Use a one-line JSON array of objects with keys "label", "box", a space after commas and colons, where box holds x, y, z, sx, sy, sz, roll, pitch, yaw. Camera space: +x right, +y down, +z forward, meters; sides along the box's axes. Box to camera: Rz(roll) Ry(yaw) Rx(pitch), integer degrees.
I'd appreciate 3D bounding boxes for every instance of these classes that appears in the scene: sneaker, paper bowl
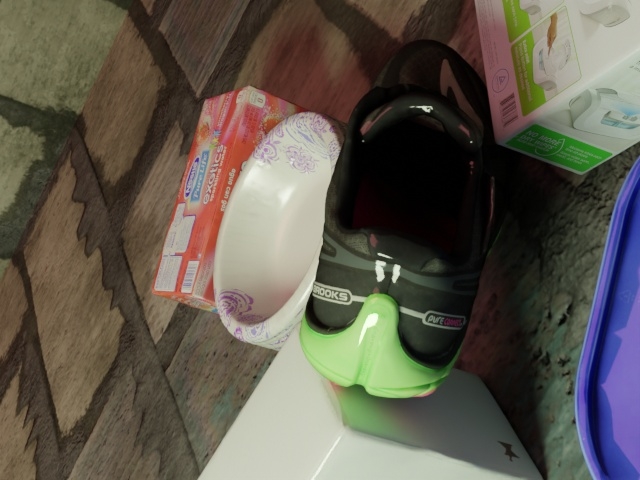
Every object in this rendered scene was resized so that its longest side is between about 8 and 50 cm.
[{"label": "sneaker", "box": [0.106, -0.066, 1.024, 0.482, 0.185, 0.202, -77, 1, -51]}, {"label": "paper bowl", "box": [0.000, 0.000, 1.305, 0.284, 0.148, 0.284, -36, 44, 44]}]

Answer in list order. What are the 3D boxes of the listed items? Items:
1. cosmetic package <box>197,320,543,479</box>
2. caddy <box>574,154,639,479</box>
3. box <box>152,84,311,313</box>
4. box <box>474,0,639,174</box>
[{"label": "cosmetic package", "box": [-0.020, 0.321, 1.065, 0.453, 0.230, 0.161, -57, 32, 21]}, {"label": "caddy", "box": [0.315, 0.068, 0.717, 0.241, 0.179, 0.341, 9, 80, 36]}, {"label": "box", "box": [-0.111, -0.046, 1.524, 0.154, 0.142, 0.299, -3, 70, 59]}, {"label": "box", "box": [0.263, -0.235, 1.006, 0.231, 0.127, 0.261, -35, 49, 45]}]
